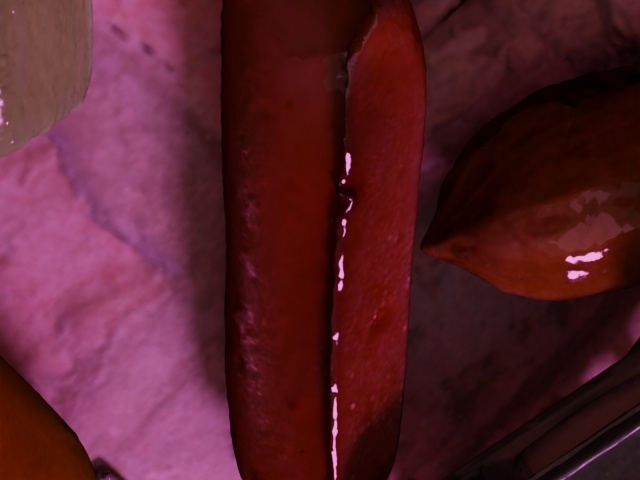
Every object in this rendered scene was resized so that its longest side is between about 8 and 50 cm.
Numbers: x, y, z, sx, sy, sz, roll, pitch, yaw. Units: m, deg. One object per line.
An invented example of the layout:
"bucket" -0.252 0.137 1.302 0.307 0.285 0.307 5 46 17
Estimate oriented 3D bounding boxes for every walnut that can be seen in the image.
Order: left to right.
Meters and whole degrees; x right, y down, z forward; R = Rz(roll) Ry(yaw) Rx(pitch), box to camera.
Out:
"walnut" 0.145 -0.031 0.868 0.207 0.116 0.115 -22 124 -10

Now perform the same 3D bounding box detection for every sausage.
"sausage" 0.000 0.000 0.857 0.102 0.102 0.330 -6 121 -13

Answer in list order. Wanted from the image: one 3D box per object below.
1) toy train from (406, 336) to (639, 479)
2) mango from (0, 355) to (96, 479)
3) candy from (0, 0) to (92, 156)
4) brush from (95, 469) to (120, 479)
"toy train" 0.170 0.123 0.915 0.369 0.237 0.150 -37 85 21
"mango" -0.226 0.110 0.831 0.175 0.139 0.254 -28 130 10
"candy" -0.157 -0.198 0.682 0.132 0.142 0.343 -34 139 -52
"brush" -0.082 0.240 1.025 0.103 0.013 0.272 -37 124 7
